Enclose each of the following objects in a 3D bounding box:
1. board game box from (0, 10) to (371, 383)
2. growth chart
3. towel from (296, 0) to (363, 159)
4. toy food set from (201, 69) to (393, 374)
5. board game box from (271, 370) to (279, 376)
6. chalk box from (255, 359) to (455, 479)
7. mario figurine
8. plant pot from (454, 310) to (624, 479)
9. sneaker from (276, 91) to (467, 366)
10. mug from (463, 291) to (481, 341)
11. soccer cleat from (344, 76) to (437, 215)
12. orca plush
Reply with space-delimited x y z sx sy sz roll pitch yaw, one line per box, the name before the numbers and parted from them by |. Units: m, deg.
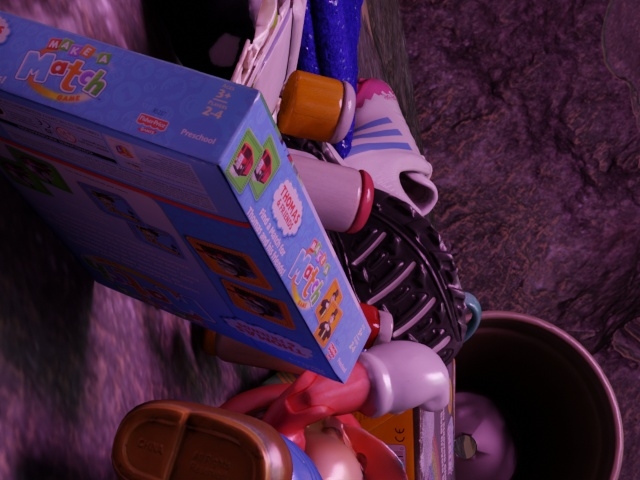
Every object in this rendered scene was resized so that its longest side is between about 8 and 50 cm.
board game box | -0.073 -0.015 0.528 0.039 0.160 0.211 -61 155 -21
growth chart | -0.053 -0.071 0.732 0.172 0.021 0.237 104 9 -56
towel | 0.002 -0.234 1.030 0.308 0.076 0.228 -85 162 -55
toy food set | 0.001 0.012 0.749 0.111 0.104 0.232 -98 -155 -54
board game box | -0.010 0.096 1.137 0.259 0.030 0.136 15 65 -79
chalk box | 0.037 0.162 0.949 0.213 0.132 0.132 -19 109 -74
mario figurine | -0.012 0.156 0.646 0.320 0.198 0.170 18 51 -74
plant pot | 0.231 0.284 1.645 0.280 0.323 0.323 104 -19 -74
sneaker | 0.014 -0.011 0.904 0.271 0.100 0.108 49 -3 7
mug | 0.090 0.106 1.322 0.129 0.157 0.097 -35 127 -40
soccer cleat | 0.065 -0.083 1.310 0.331 0.143 0.116 -67 -178 -62
orca plush | -0.085 -0.235 0.773 0.102 0.151 0.287 -19 132 -42
